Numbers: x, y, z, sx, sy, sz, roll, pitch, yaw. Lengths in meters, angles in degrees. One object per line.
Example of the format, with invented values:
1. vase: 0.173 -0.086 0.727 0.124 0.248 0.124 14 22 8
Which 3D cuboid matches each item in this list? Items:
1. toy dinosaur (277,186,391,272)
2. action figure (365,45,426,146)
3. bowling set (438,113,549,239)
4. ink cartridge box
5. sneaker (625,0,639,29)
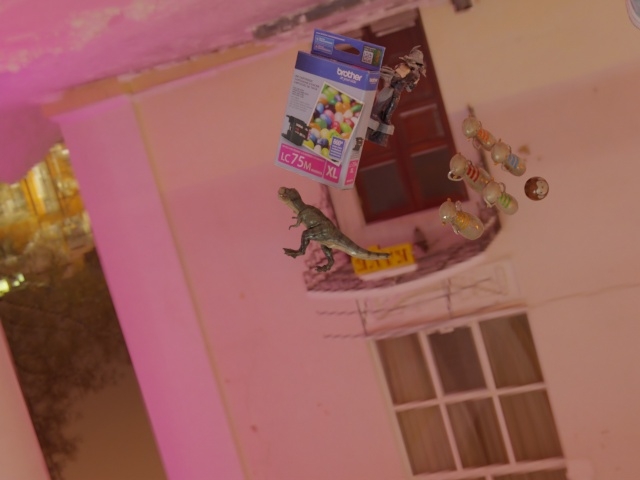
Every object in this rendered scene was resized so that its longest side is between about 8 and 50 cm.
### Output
1. toy dinosaur: 0.000 0.000 1.720 0.118 0.268 0.064 -56 175 15
2. action figure: 0.189 -0.397 2.253 0.099 0.285 0.185 39 -166 30
3. bowling set: 0.389 -0.148 1.861 0.199 0.287 0.154 -3 160 40
4. ink cartridge box: 0.016 -0.283 1.812 0.185 0.311 0.065 23 -161 26
5. sneaker: 0.518 -0.499 1.290 0.127 0.319 0.208 -12 173 12
